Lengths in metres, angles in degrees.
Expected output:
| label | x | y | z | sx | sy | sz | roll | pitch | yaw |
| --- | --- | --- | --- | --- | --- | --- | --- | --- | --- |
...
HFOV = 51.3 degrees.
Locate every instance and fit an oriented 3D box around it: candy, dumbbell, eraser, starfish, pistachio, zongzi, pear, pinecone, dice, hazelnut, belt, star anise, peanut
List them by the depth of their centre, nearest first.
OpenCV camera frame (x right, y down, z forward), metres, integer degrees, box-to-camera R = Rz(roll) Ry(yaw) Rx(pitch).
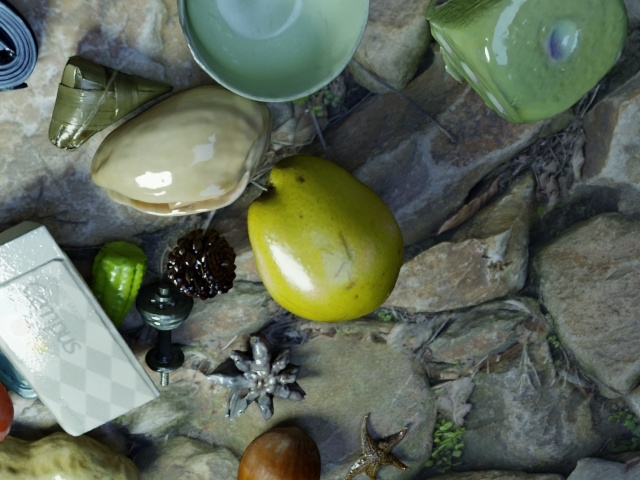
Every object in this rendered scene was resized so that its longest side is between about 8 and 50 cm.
| label | x | y | z | sx | sy | sz | roll | pitch | yaw |
| --- | --- | --- | --- | --- | --- | --- | --- | --- | --- |
| belt | -0.522 | -0.309 | 1.013 | 0.190 | 0.082 | 0.141 | 31 | 100 | -28 |
| zongzi | -0.357 | -0.213 | 1.126 | 0.176 | 0.078 | 0.160 | 11 | 118 | -32 |
| pistachio | -0.231 | -0.154 | 1.137 | 0.318 | 0.214 | 0.193 | -17 | 163 | -2 |
| dice | 0.354 | -0.376 | 1.173 | 0.254 | 0.250 | 0.252 | -44 | 120 | 7 |
| eraser | -0.475 | 0.166 | 1.192 | 0.213 | 0.082 | 0.397 | -26 | 118 | -5 |
| pear | 0.004 | -0.004 | 1.249 | 0.284 | 0.285 | 0.336 | -28 | 100 | -3 |
| candy | -0.393 | 0.100 | 1.261 | 0.096 | 0.097 | 0.210 | 12 | 119 | -24 |
| pinecone | -0.229 | 0.046 | 1.265 | 0.120 | 0.140 | 0.140 | -7 | 128 | 32 |
| dumbbell | -0.310 | 0.193 | 1.332 | 0.110 | 0.110 | 0.255 | -3 | 123 | -17 |
| peanut | -0.559 | 0.480 | 1.351 | 0.387 | 0.169 | 0.192 | 13 | 105 | -23 |
| star anise | -0.134 | 0.295 | 1.442 | 0.229 | 0.093 | 0.236 | 0 | 117 | -19 |
| hazelnut | -0.092 | 0.530 | 1.536 | 0.214 | 0.176 | 0.214 | -24 | 120 | -50 |
| starfish | 0.134 | 0.541 | 1.680 | 0.213 | 0.057 | 0.238 | -28 | 122 | -12 |

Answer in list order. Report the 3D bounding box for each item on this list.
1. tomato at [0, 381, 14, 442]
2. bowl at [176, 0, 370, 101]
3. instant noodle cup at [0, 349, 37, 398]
| label | x | y | z | sx | sy | sz | roll | pitch | yaw |
| --- | --- | --- | --- | --- | --- | --- | --- | --- | --- |
| tomato | -0.654 | 0.275 | 1.220 | 0.101 | 0.228 | 0.228 | -57 | 131 | -38 |
| bowl | -0.084 | -0.390 | 1.071 | 0.307 | 0.163 | 0.307 | -8 | 117 | -15 |
| instant noodle cup | -0.541 | 0.197 | 1.270 | 0.179 | 0.070 | 0.157 | -38 | 120 | 3 |
